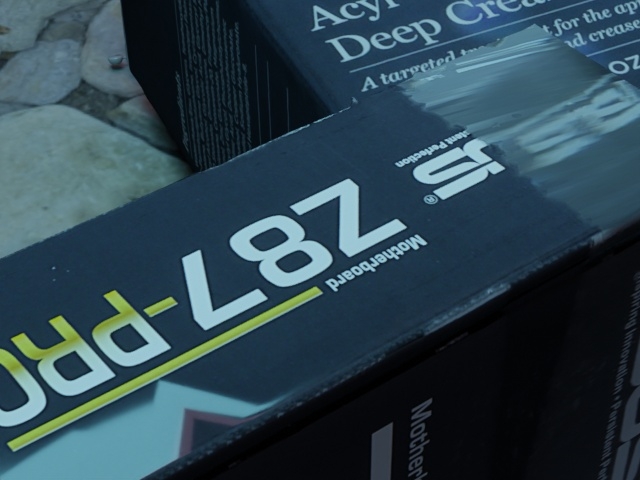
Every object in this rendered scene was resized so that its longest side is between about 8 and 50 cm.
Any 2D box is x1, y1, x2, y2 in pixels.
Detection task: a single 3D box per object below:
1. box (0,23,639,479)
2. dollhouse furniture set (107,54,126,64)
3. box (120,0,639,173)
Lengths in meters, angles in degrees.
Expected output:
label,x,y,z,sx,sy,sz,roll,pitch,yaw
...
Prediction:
label,x,y,z,sx,sy,sz,roll,pitch,yaw
box,-0.039,0.162,0.468,0.318,0.395,0.097,-27,48,-29
dollhouse furniture set,-0.116,-0.157,1.096,0.081,0.091,0.114,-46,23,7
box,0.080,-0.111,0.845,0.294,0.212,0.395,-19,46,-18
